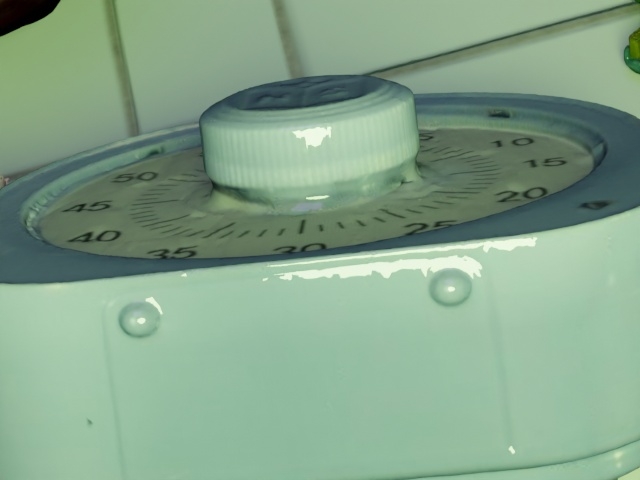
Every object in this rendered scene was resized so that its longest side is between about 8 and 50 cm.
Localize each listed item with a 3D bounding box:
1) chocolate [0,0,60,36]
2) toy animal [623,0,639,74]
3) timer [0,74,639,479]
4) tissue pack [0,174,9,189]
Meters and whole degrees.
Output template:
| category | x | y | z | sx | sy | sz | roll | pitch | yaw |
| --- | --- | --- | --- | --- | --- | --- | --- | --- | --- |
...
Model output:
| category | x | y | z | sx | sy | sz | roll | pitch | yaw |
| --- | --- | --- | --- | --- | --- | --- | --- | --- | --- |
| chocolate | -0.314 | -0.359 | 1.137 | 0.384 | 0.331 | 0.383 | 9 | 59 | -15 |
| toy animal | 0.263 | -0.133 | 1.067 | 0.103 | 0.100 | 0.208 | -49 | 49 | 23 |
| timer | 0.000 | 0.000 | 0.865 | 0.395 | 0.173 | 0.395 | -8 | 17 | 2 |
| tissue pack | -0.298 | 0.054 | 0.995 | 0.246 | 0.148 | 0.092 | -7 | 48 | 5 |
